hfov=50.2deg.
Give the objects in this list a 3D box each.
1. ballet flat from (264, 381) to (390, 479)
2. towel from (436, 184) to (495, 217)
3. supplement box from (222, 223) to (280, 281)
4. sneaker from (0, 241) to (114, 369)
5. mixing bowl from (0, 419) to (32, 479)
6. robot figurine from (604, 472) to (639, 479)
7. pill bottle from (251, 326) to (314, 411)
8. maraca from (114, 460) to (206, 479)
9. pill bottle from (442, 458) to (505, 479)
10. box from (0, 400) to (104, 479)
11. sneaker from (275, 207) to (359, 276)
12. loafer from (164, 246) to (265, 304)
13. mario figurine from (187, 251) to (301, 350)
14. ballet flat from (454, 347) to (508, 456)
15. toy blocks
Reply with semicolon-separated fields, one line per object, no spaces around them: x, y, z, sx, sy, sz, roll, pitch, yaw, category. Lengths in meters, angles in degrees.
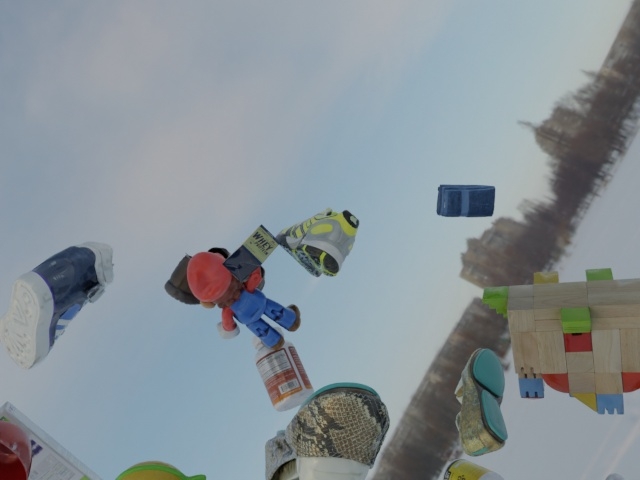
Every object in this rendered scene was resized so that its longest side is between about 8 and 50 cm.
-0.002;0.389;1.178;0.482;0.164;0.181;123;157;-60;ballet flat
0.294;-0.079;1.379;0.029;0.120;0.067;-140;51;-78;towel
-0.141;0.026;1.391;0.083;0.056;0.083;-38;9;44;supplement box
-0.537;0.129;1.455;0.236;0.130;0.322;-35;-15;-45;sneaker
-0.679;0.446;1.431;0.098;0.182;0.181;-77;6;-66;mixing bowl
0.665;0.661;1.480;0.299;0.200;0.353;-97;22;-53;robot figurine
-0.111;0.357;1.912;0.121;0.216;0.121;-22;-23;-10;pill bottle
-0.295;0.472;1.282;0.099;0.186;0.127;-103;28;-59;maraca
0.395;0.614;1.689;0.103;0.103;0.184;-56;24;-17;pill bottle
-0.705;0.566;1.610;0.232;0.322;0.058;-42;17;-3;box
0.000;0.000;1.723;0.147;0.145;0.385;-51;18;-10;sneaker
-0.256;0.089;1.849;0.366;0.134;0.130;-8;-55;-62;loafer
-0.201;0.131;1.709;0.320;0.170;0.198;43;-126;-28;mario figurine
0.377;0.385;1.643;0.348;0.123;0.123;-67;-4;-63;ballet flat
0.522;0.214;1.311;0.190;0.382;0.260;-58;-42;-59;toy blocks
